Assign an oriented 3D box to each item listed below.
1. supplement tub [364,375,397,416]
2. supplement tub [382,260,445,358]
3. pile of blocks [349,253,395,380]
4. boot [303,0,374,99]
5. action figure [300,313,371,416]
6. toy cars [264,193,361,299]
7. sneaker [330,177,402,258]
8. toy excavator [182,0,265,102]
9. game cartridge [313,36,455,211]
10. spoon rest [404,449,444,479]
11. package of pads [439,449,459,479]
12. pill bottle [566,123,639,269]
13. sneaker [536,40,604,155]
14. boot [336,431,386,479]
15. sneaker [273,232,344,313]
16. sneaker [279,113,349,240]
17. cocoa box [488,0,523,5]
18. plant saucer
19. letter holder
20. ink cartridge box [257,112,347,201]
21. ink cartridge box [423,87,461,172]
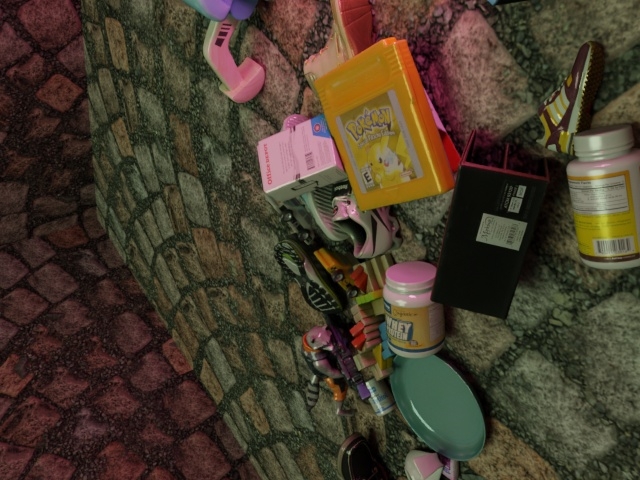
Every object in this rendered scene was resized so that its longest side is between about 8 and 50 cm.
[{"bbox_3d":[0.174,0.460,1.640,0.107,0.071,0.071,60,146,9],"label":"supplement tub"},{"bbox_3d":[0.225,0.165,1.328,0.144,0.144,0.200,19,124,48],"label":"supplement tub"},{"bbox_3d":[0.140,0.218,1.462,0.148,0.112,0.363,14,113,57],"label":"pile of blocks"},{"bbox_3d":[0.033,-0.457,1.278,0.203,0.095,0.262,8,122,53],"label":"boot"},{"bbox_3d":[0.024,0.400,1.660,0.341,0.178,0.331,-123,18,-55],"label":"action figure"},{"bbox_3d":[0.000,0.000,1.532,0.394,0.087,0.176,50,180,-3],"label":"toy cars"},{"bbox_3d":[0.081,-0.111,1.372,0.122,0.146,0.331,-29,84,58],"label":"sneaker"},{"bbox_3d":[-0.258,-0.619,1.441,0.222,0.432,0.445,43,112,31],"label":"toy excavator"},{"bbox_3d":[0.125,-0.234,1.182,0.285,0.052,0.324,-10,105,57],"label":"game cartridge"},{"bbox_3d":[0.295,0.648,1.554,0.276,0.084,0.137,84,161,-61],"label":"spoon rest"},{"bbox_3d":[0.355,0.614,1.514,0.050,0.031,0.084,19,124,45],"label":"package of pads"},{"bbox_3d":[0.464,-0.070,0.881,0.117,0.117,0.215,3,111,54],"label":"pill bottle"},{"bbox_3d":[0.404,-0.235,0.912,0.083,0.069,0.186,27,128,39],"label":"sneaker"},{"bbox_3d":[0.199,0.814,1.751,0.284,0.138,0.378,23,131,48],"label":"boot"},{"bbox_3d":[-0.012,0.096,1.663,0.111,0.121,0.300,-15,116,42],"label":"sneaker"},{"bbox_3d":[-0.014,-0.156,1.507,0.366,0.135,0.150,69,156,12],"label":"sneaker"},{"bbox_3d":[0.306,-0.535,0.728,0.231,0.227,0.347,52,144,21],"label":"cocoa box"},{"bbox_3d":[0.312,0.424,1.453,0.317,0.043,0.318,31,131,42],"label":"plant saucer"},{"bbox_3d":[0.330,-0.040,1.085,0.151,0.214,0.302,13,124,14],"label":"letter holder"},{"bbox_3d":[-0.043,-0.201,1.359,0.203,0.086,0.148,-18,69,24],"label":"ink cartridge box"},{"bbox_3d":[0.191,-0.227,1.229,0.189,0.066,0.233,-33,77,56],"label":"ink cartridge box"}]
